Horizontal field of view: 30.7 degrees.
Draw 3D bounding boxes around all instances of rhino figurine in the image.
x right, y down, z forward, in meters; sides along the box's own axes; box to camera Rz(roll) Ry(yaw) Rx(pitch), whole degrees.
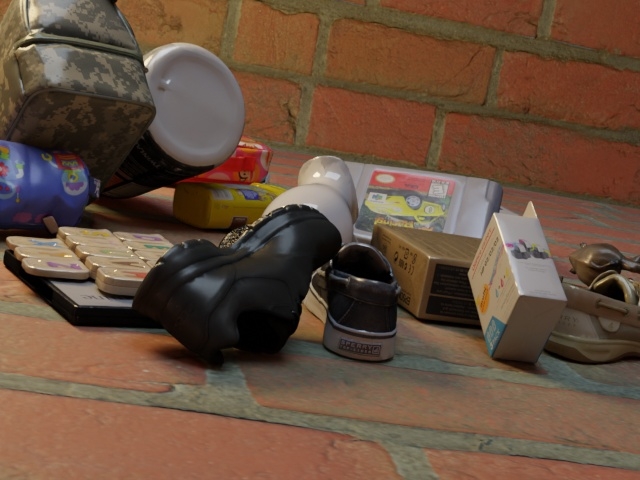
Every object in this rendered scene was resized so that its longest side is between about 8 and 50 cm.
[{"bbox_3d":[0.441,0.040,1.818,0.106,0.073,0.243,15,4,5],"label":"rhino figurine"}]

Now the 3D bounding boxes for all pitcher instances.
[{"bbox_3d":[0.000,0.000,1.587,0.125,0.178,0.207,-19,18,24],"label":"pitcher"}]

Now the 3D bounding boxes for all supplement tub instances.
[{"bbox_3d":[-0.293,-0.183,1.899,0.207,0.207,0.338,3,-9,-38],"label":"supplement tub"}]

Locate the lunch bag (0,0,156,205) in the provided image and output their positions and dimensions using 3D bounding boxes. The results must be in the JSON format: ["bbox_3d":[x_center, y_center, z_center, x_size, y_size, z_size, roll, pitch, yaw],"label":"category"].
[{"bbox_3d":[-0.394,-0.221,1.686,0.212,0.305,0.256,0,57,-37],"label":"lunch bag"}]

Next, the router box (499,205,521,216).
[{"bbox_3d":[0.196,-0.035,2.132,0.335,0.082,0.301,9,9,-10],"label":"router box"}]

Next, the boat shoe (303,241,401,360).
[{"bbox_3d":[0.041,0.051,1.352,0.108,0.102,0.301,10,9,-3],"label":"boat shoe"}]

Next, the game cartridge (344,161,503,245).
[{"bbox_3d":[0.137,-0.038,1.876,0.294,0.060,0.196,8,46,11],"label":"game cartridge"}]

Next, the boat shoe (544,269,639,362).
[{"bbox_3d":[0.388,0.092,1.497,0.109,0.098,0.302,18,12,42],"label":"boat shoe"}]

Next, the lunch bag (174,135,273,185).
[{"bbox_3d":[-0.248,-0.174,2.380,0.293,0.120,0.258,5,11,-35],"label":"lunch bag"}]

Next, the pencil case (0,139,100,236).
[{"bbox_3d":[-0.442,-0.065,1.493,0.306,0.119,0.133,3,54,-43],"label":"pencil case"}]

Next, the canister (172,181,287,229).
[{"bbox_3d":[-0.142,-0.056,1.914,0.169,0.073,0.126,1,11,-38],"label":"canister"}]

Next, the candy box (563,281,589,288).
[{"bbox_3d":[0.351,0.076,1.790,0.205,0.027,0.105,13,11,19],"label":"candy box"}]

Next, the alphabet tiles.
[{"bbox_3d":[-0.215,0.023,1.357,0.277,0.021,0.284,6,9,-24],"label":"alphabet tiles"}]

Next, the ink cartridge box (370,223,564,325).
[{"bbox_3d":[0.187,0.049,1.579,0.193,0.088,0.234,9,8,-16],"label":"ink cartridge box"}]

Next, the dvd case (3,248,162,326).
[{"bbox_3d":[-0.231,0.052,1.299,0.180,0.022,0.253,5,11,-32],"label":"dvd case"}]

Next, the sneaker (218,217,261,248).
[{"bbox_3d":[-0.068,0.002,1.677,0.170,0.089,0.051,-37,46,-26],"label":"sneaker"}]

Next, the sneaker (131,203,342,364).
[{"bbox_3d":[-0.061,0.053,1.199,0.130,0.109,0.286,44,38,17],"label":"sneaker"}]

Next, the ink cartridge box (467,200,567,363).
[{"bbox_3d":[0.225,0.042,1.371,0.061,0.104,0.181,8,39,-13],"label":"ink cartridge box"}]
